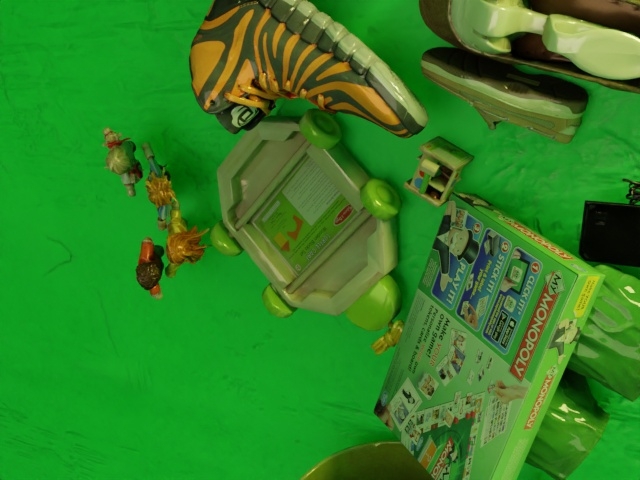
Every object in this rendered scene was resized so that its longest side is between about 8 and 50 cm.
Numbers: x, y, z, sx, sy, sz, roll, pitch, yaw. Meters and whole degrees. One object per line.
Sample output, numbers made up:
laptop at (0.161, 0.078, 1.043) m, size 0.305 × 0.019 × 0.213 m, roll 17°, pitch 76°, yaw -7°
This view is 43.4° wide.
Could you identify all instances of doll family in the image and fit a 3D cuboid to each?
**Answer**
doll family at (-0.231, -0.046, 1.173) m, size 0.118 × 0.163 × 0.263 m, roll -14°, pitch 101°, yaw -6°

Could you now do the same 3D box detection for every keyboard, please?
keyboard at (0.372, -0.017, 0.833) m, size 0.192 × 0.038 × 0.100 m, roll 7°, pitch 120°, yaw 16°

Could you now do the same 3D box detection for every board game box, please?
board game box at (0.179, 0.131, 0.934) m, size 0.213 × 0.046 × 0.317 m, roll 42°, pitch 122°, yaw 49°

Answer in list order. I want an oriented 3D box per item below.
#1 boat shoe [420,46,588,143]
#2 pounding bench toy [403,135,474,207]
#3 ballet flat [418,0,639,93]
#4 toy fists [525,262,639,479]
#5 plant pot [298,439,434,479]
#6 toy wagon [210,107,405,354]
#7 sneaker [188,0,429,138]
boat shoe at (0.193, -0.155, 0.888) m, size 0.190 × 0.068 × 0.072 m, roll 27°, pitch 134°, yaw 23°
pounding bench toy at (0.131, -0.074, 0.950) m, size 0.052 × 0.083 × 0.065 m, roll 34°, pitch 125°, yaw 19°
ballet flat at (0.232, -0.209, 0.796) m, size 0.342 × 0.124 × 0.116 m, roll 26°, pitch 122°, yaw 24°
toy fists at (0.286, 0.147, 0.934) m, size 0.142 × 0.096 × 0.279 m, roll 33°, pitch 124°, yaw 11°
plant pot at (0.104, 0.482, 1.120) m, size 0.274 × 0.275 × 0.294 m, roll 7°, pitch 128°, yaw 33°
toy wagon at (0.000, 0.000, 1.086) m, size 0.344 × 0.068 × 0.267 m, roll 50°, pitch 129°, yaw 6°
sneaker at (-0.029, -0.180, 0.960) m, size 0.321 × 0.124 × 0.180 m, roll 43°, pitch 100°, yaw 26°
